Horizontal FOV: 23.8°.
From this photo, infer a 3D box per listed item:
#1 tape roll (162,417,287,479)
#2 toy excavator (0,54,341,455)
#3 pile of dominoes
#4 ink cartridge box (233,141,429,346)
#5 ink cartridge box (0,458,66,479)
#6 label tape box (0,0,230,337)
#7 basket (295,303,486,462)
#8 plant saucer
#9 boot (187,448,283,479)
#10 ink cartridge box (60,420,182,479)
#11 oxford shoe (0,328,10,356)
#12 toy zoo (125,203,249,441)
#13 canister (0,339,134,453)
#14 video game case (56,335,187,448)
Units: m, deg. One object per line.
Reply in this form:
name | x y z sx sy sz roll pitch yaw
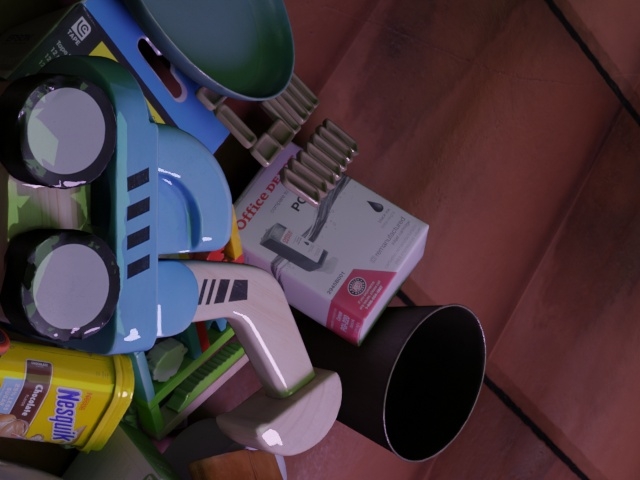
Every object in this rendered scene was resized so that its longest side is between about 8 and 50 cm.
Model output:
tape roll | -0.129 0.329 1.833 0.219 0.072 0.219 -32 128 -51
toy excavator | -0.163 0.028 1.565 0.445 0.222 0.433 -4 97 -39
pile of dominoes | -0.054 -0.132 1.803 0.196 0.040 0.251 47 25 -7
ink cartridge box | 0.000 0.000 1.854 0.158 0.218 0.092 -54 167 -22
ink cartridge box | -0.371 0.379 1.609 0.207 0.117 0.283 27 77 -64
label tape box | -0.285 -0.101 1.675 0.348 0.115 0.249 -53 125 -25
basket | 0.070 0.161 1.923 0.154 0.227 0.204 39 71 -36
plant saucer | -0.144 -0.292 1.722 0.317 0.043 0.318 40 34 -35
boot | -0.029 0.375 1.727 0.264 0.096 0.280 9 51 -51
ink cartridge box | -0.210 0.297 1.703 0.062 0.209 0.109 36 91 -39
oxford shoe | -0.457 0.113 1.546 0.271 0.097 0.098 6 111 -16
toy zoo | -0.160 0.071 1.760 0.192 0.030 0.293 -41 139 -34
canister | -0.308 0.169 1.670 0.170 0.073 0.126 12 130 -29
video game case | -0.234 0.141 1.802 0.173 0.022 0.190 -5 99 -39
